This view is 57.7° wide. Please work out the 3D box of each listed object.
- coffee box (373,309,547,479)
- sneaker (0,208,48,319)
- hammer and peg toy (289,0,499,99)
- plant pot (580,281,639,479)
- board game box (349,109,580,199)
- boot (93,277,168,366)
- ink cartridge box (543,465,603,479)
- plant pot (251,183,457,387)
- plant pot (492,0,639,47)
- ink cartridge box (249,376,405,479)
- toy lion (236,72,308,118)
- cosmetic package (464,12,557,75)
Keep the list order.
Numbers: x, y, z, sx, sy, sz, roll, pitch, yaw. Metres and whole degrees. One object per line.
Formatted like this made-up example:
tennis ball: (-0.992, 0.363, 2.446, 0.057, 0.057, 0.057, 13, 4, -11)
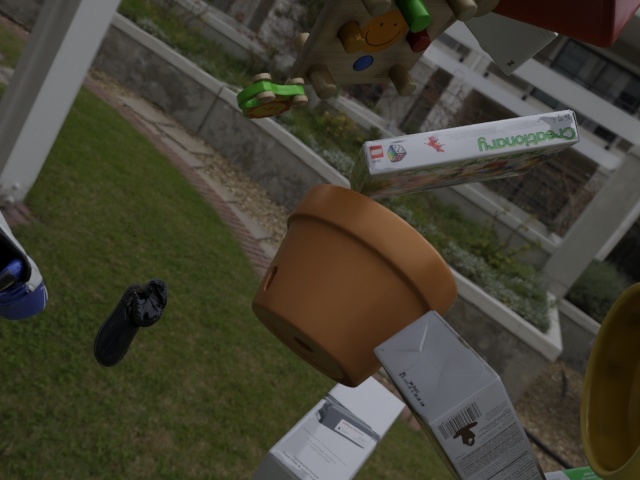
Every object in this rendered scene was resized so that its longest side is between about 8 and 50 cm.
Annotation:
coffee box: (0.180, 0.226, 0.734, 0.246, 0.098, 0.141, 59, -4, -34)
sneaker: (-0.553, 0.055, 0.977, 0.127, 0.316, 0.182, -23, 50, -22)
hammer and peg toy: (0.144, -0.358, 1.003, 0.361, 0.266, 0.127, -11, 67, -33)
plant pot: (0.486, 0.202, 0.712, 0.239, 0.254, 0.254, 16, 13, 9)
board game box: (0.205, -0.124, 0.895, 0.305, 0.053, 0.193, -10, -7, -4)
boot: (-0.501, 0.217, 1.529, 0.094, 0.247, 0.207, 32, -22, -24)
ink cartridge box: (0.507, 0.597, 1.117, 0.121, 0.211, 0.289, 60, 19, -62)
plant pot: (0.033, 0.085, 0.894, 0.291, 0.203, 0.291, 34, -20, 14)
plant pot: (0.489, -0.571, 1.076, 0.267, 0.267, 0.236, 33, -10, 29)
ink cartridge box: (-0.003, 0.508, 1.332, 0.166, 0.285, 0.395, 38, 30, 16)
toy lion: (-0.073, -0.186, 0.777, 0.100, 0.096, 0.034, -9, 84, -49)
cosmetic package: (0.513, -0.588, 1.518, 0.197, 0.155, 0.365, 48, 36, -7)
